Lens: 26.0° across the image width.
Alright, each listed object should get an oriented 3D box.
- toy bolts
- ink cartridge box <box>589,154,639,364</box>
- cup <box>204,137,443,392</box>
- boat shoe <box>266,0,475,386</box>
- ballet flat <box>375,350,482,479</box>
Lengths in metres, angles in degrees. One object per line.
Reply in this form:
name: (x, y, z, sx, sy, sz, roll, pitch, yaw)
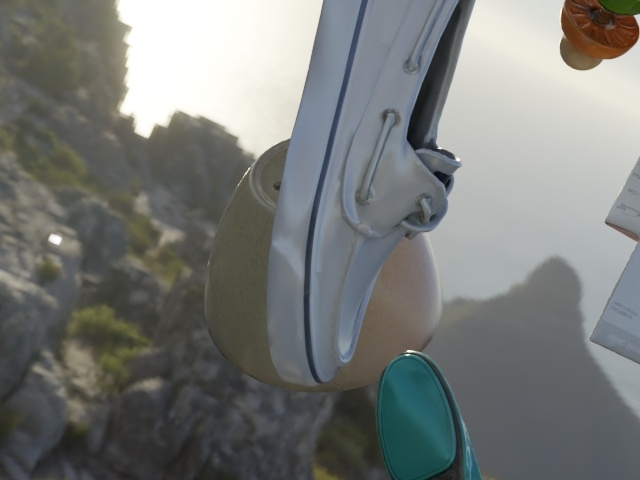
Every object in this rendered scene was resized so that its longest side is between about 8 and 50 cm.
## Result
toy bolts: (0.422, -0.240, 1.689, 0.218, 0.158, 0.228, -22, 64, -33)
ink cartridge box: (0.439, 0.033, 1.605, 0.296, 0.261, 0.066, 25, 3, -37)
cup: (0.000, 0.000, 1.836, 0.331, 0.237, 0.331, -2, 44, 1)
boat shoe: (0.032, -0.040, 0.739, 0.084, 0.258, 0.095, 13, 12, 16)
ballet flat: (0.113, 0.225, 1.269, 0.087, 0.083, 0.247, 30, 41, -61)
